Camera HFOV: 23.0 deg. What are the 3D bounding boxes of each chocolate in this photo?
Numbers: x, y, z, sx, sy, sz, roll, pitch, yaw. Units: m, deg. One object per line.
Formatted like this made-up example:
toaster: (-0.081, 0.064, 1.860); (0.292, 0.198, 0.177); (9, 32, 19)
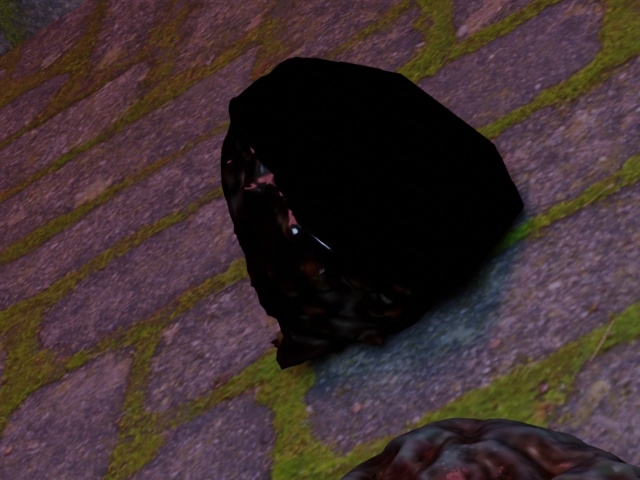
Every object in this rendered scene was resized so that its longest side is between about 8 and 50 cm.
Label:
chocolate: (0.000, 0.000, 1.151); (0.177, 0.206, 0.224); (-56, -6, 38)

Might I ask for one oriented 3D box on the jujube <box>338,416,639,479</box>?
jujube: (0.098, 0.194, 0.651); (0.226, 0.226, 0.317); (-46, 26, -14)
